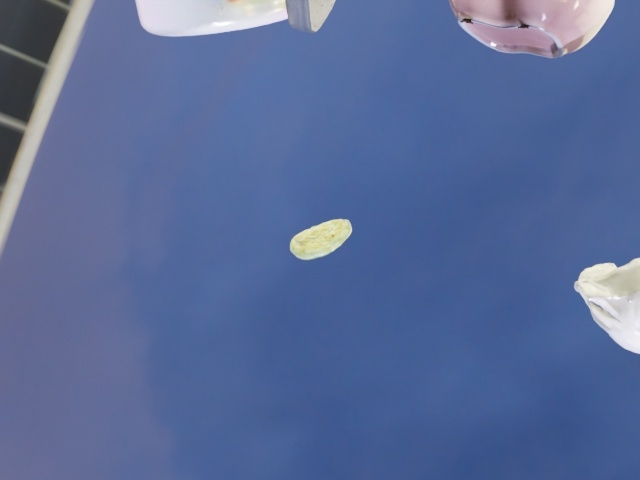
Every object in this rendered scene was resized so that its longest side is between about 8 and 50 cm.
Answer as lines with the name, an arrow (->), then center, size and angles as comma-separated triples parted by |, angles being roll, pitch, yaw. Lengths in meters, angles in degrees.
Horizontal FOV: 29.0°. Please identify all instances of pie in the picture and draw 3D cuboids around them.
pie -> 0.002, 0.000, 1.483 | 0.084, 0.021, 0.084 | -19, -159, 8

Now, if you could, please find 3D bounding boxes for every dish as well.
dish -> 0.246, -0.283, 1.512 | 0.213, 0.213, 0.090 | 13, -100, 47

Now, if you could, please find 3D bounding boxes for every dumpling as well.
dumpling -> 0.379, 0.067, 1.436 | 0.127, 0.188, 0.108 | -88, -164, -61

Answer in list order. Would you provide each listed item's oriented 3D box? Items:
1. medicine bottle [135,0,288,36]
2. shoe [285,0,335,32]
medicine bottle -> -0.135, -0.442, 1.414 | 0.219, 0.219, 0.388 | 9, -65, 46
shoe -> -0.036, -0.316, 1.263 | 0.093, 0.241, 0.108 | 21, -120, 17
